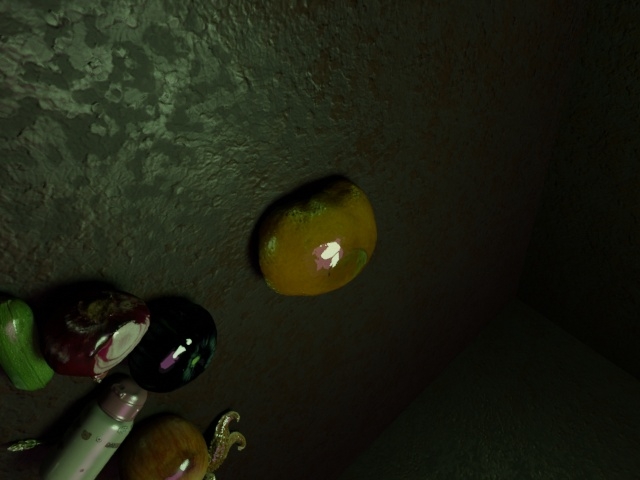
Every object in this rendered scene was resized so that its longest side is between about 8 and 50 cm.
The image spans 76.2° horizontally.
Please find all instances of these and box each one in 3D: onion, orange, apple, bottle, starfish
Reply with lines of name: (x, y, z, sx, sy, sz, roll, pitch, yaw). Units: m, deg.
onion: (-0.409, 0.171, 0.730, 0.173, 0.135, 0.198, -34, 162, -55)
orange: (0.007, 0.003, 0.990, 0.335, 0.196, 0.262, -21, 122, -23)
apple: (-0.396, 0.560, 1.035, 0.211, 0.188, 0.211, -26, 140, -24)
bottle: (-0.471, 0.403, 0.872, 0.233, 0.110, 0.110, -55, 145, -14)
starfish: (-0.336, 0.664, 1.225, 0.312, 0.113, 0.303, -48, 169, -15)

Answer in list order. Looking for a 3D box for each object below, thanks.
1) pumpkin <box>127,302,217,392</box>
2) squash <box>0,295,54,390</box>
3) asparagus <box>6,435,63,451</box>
pumpkin: (-0.310, 0.224, 0.865, 0.202, 0.140, 0.202, -52, 160, -27)
squash: (-0.501, 0.182, 0.685, 0.068, 0.077, 0.219, -14, 134, -27)
asparagus: (-0.555, 0.432, 0.896, 0.023, 0.022, 0.233, -27, 155, 28)
